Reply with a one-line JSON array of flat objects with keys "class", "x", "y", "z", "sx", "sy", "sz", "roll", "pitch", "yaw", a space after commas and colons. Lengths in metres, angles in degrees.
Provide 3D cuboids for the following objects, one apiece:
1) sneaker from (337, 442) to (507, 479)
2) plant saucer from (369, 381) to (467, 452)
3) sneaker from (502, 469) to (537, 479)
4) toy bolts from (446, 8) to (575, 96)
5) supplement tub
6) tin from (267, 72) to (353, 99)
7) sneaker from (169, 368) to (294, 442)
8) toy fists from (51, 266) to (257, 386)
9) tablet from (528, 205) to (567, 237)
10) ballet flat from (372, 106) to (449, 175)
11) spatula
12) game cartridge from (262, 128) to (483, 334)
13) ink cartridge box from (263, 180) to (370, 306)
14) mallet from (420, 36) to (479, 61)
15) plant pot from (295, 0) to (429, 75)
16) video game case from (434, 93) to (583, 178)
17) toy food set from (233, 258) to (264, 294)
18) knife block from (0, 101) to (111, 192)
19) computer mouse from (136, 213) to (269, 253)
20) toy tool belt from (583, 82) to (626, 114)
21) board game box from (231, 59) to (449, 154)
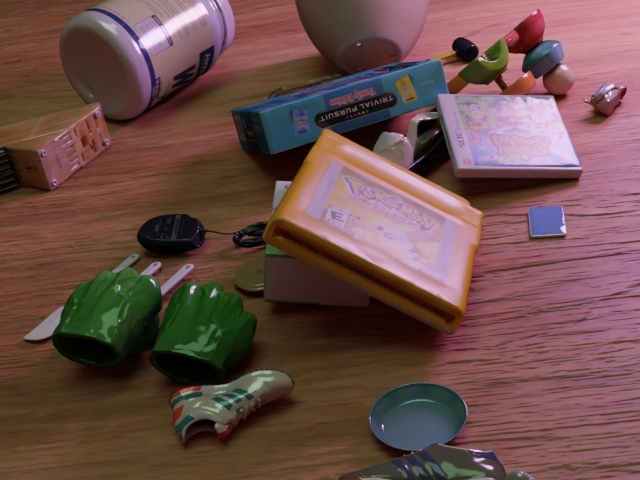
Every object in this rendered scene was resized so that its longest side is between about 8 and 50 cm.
[{"class": "sneaker", "x": 0.113, "y": 0.266, "z": 1.145, "sx": 0.192, "sy": 0.064, "sz": 0.086, "roll": -3, "pitch": 26, "yaw": 11}, {"class": "plant saucer", "x": 0.119, "y": 0.219, "z": 1.248, "sx": 0.119, "sy": 0.021, "sz": 0.119, "roll": -8, "pitch": 32, "yaw": 5}, {"class": "sneaker", "x": 0.097, "y": 0.306, "z": 1.033, "sx": 0.292, "sy": 0.118, "sz": 0.110, "roll": -15, "pitch": 34, "yaw": -5}, {"class": "toy bolts", "x": 0.360, "y": -0.294, "z": 1.922, "sx": 0.228, "sy": 0.158, "sz": 0.218, "roll": -40, "pitch": 1, "yaw": -24}, {"class": "supplement tub", "x": -0.359, "y": -0.421, "z": 2.177, "sx": 0.235, "sy": 0.235, "sz": 0.325, "roll": 15, "pitch": 40, "yaw": 34}, {"class": "tin", "x": -0.010, "y": -0.287, "z": 2.058, "sx": 0.190, "sy": 0.040, "sz": 0.106, "roll": -15, "pitch": 29, "yaw": -7}, {"class": "sneaker", "x": -0.109, "y": 0.215, "z": 1.299, "sx": 0.161, "sy": 0.057, "sz": 0.075, "roll": -11, "pitch": 49, "yaw": -3}, {"class": "toy fists", "x": -0.226, "y": 0.117, "z": 1.427, "sx": 0.279, "sy": 0.096, "sz": 0.142, "roll": 8, "pitch": 48, "yaw": 16}, {"class": "tablet", "x": 0.348, "y": -0.029, "z": 1.583, "sx": 0.054, "sy": 0.006, "sz": 0.083, "roll": -4, "pitch": 32, "yaw": 10}, {"class": "ballet flat", "x": 0.143, "y": -0.154, "z": 1.750, "sx": 0.095, "sy": 0.096, "sz": 0.280, "roll": 17, "pitch": 41, "yaw": 35}, {"class": "spatula", "x": -0.309, "y": 0.097, "z": 1.565, "sx": 0.168, "sy": 0.019, "sz": 0.242, "roll": 7, "pitch": 35, "yaw": 34}, {"class": "game cartridge", "x": 0.090, "y": -0.027, "z": 1.463, "sx": 0.285, "sy": 0.052, "sz": 0.323, "roll": 27, "pitch": 32, "yaw": -1}, {"class": "ink cartridge box", "x": 0.000, "y": 0.000, "z": 1.538, "sx": 0.154, "sy": 0.093, "sz": 0.212, "roll": 3, "pitch": 31, "yaw": 2}, {"class": "mallet", "x": 0.231, "y": -0.376, "z": 2.134, "sx": 0.190, "sy": 0.039, "sz": 0.062, "roll": -17, "pitch": 33, "yaw": -3}, {"class": "plant pot", "x": 0.092, "y": -0.446, "z": 2.102, "sx": 0.284, "sy": 0.284, "sz": 0.191, "roll": -7, "pitch": 61, "yaw": 5}, {"class": "video game case", "x": 0.312, "y": -0.177, "z": 1.723, "sx": 0.212, "sy": 0.023, "sz": 0.193, "roll": 0, "pitch": 47, "yaw": -9}, {"class": "toy food set", "x": -0.089, "y": 0.054, "z": 1.562, "sx": 0.082, "sy": 0.020, "sz": 0.083, "roll": 21, "pitch": 44, "yaw": 39}, {"class": "knife block", "x": -0.580, "y": -0.180, "z": 1.998, "sx": 0.242, "sy": 0.088, "sz": 0.275, "roll": 10, "pitch": 38, "yaw": 28}, {"class": "computer mouse", "x": -0.178, "y": -0.005, "z": 1.673, "sx": 0.242, "sy": 0.041, "sz": 0.071, "roll": 1, "pitch": 42, "yaw": 5}, {"class": "toy tool belt", "x": 0.514, "y": -0.263, "z": 1.860, "sx": 0.051, "sy": 0.052, "sz": 0.083, "roll": 23, "pitch": 44, "yaw": 29}, {"class": "board game box", "x": 0.029, "y": -0.244, "z": 1.865, "sx": 0.336, "sy": 0.079, "sz": 0.254, "roll": -18, "pitch": 12, "yaw": -12}]
